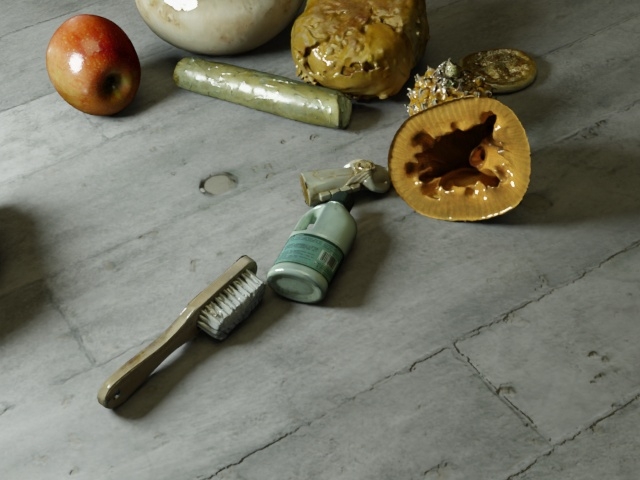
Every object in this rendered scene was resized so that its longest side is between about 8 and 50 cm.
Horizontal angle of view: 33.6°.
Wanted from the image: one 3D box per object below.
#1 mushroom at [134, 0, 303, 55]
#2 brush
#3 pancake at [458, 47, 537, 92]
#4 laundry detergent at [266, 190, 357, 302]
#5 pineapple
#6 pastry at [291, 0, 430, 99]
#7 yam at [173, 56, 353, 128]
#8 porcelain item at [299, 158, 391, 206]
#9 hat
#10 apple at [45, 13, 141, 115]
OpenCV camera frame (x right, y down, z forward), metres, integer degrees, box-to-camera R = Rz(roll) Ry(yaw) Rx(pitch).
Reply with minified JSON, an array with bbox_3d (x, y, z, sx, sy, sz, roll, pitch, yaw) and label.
[{"bbox_3d":[-0.206,-0.548,2.154,0.362,0.295,0.362,-4,42,4],"label":"mushroom"},{"bbox_3d":[-0.192,0.142,1.569,0.065,0.070,0.327,34,56,22],"label":"brush"},{"bbox_3d":[0.343,-0.334,2.063,0.158,0.028,0.158,-2,40,1],"label":"pancake"},{"bbox_3d":[0.000,0.000,1.696,0.099,0.070,0.226,7,44,22],"label":"laundry detergent"},{"bbox_3d":[0.238,-0.272,1.923,0.176,0.137,0.161,31,54,32],"label":"pineapple"},{"bbox_3d":[0.081,-0.392,2.054,0.255,0.162,0.311,23,59,14],"label":"pastry"},{"bbox_3d":[-0.115,-0.283,2.019,0.371,0.083,0.083,16,46,23],"label":"yam"},{"bbox_3d":[0.075,-0.107,1.819,0.213,0.054,0.084,-11,36,-8],"label":"porcelain item"},{"bbox_3d":[0.266,-0.181,1.786,0.233,0.244,0.233,22,35,13],"label":"hat"},{"bbox_3d":[-0.431,-0.335,2.026,0.181,0.181,0.168,-28,44,-23],"label":"apple"}]
